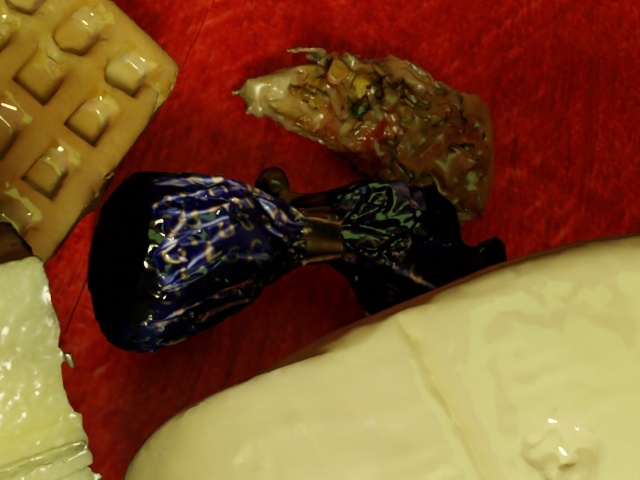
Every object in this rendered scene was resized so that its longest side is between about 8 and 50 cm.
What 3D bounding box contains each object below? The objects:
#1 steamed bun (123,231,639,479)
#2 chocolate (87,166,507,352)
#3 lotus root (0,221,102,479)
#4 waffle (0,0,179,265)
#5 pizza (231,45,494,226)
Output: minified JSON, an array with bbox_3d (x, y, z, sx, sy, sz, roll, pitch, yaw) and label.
[{"bbox_3d":[0.136,0.227,0.833,0.456,0.290,0.371,-16,65,-9],"label":"steamed bun"},{"bbox_3d":[0.003,0.002,1.044,0.343,0.126,0.148,-2,48,-30],"label":"chocolate"},{"bbox_3d":[-0.256,0.147,0.766,0.260,0.267,0.149,-19,25,-19],"label":"lotus root"},{"bbox_3d":[-0.245,-0.073,0.953,0.224,0.098,0.327,44,45,-18],"label":"waffle"},{"bbox_3d":[0.055,-0.108,1.185,0.226,0.069,0.147,34,51,-3],"label":"pizza"}]
